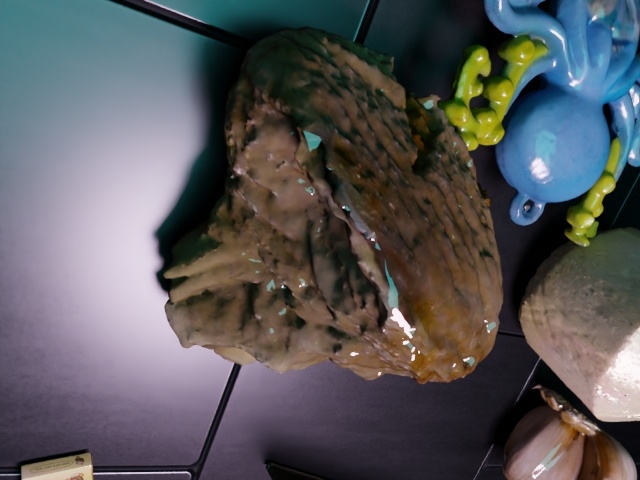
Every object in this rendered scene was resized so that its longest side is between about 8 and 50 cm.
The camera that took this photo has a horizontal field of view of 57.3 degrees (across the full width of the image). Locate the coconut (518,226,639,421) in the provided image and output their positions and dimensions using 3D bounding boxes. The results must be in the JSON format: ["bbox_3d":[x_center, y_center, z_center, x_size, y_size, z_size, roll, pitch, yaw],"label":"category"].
[{"bbox_3d":[0.410,0.118,0.760,0.239,0.244,0.239,-16,127,-22],"label":"coconut"}]

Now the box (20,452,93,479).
[{"bbox_3d":[-0.294,0.308,0.663,0.073,0.020,0.149,-4,115,-23],"label":"box"}]

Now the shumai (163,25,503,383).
[{"bbox_3d":[-0.002,0.001,0.570,0.346,0.283,0.217,52,43,-8],"label":"shumai"}]

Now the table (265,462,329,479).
[{"bbox_3d":[-0.005,0.484,0.783,0.282,0.196,0.250,34,98,-33],"label":"table"}]

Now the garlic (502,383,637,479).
[{"bbox_3d":[0.340,0.321,0.888,0.257,0.207,0.207,2,113,-27],"label":"garlic"}]

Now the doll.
[{"bbox_3d":[0.269,-0.180,0.660,0.346,0.099,0.341,12,96,-34],"label":"doll"}]
